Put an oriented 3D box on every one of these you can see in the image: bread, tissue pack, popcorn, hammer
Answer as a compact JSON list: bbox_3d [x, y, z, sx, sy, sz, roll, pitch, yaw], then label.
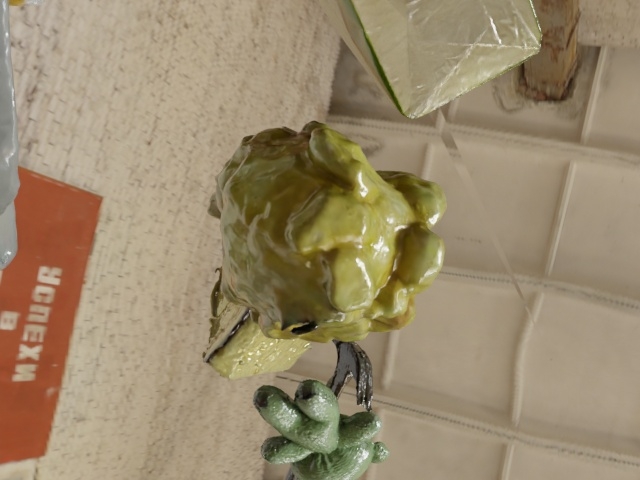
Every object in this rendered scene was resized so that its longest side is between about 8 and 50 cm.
[{"bbox_3d":[-0.077,0.052,1.340,0.198,0.236,0.263,41,-75,14],"label":"bread"},{"bbox_3d":[0.076,-0.282,0.920,0.167,0.200,0.274,-28,-147,2],"label":"tissue pack"},{"bbox_3d":[0.000,0.000,0.921,0.252,0.286,0.215,29,-102,-2],"label":"popcorn"},{"bbox_3d":[-0.012,0.257,1.165,0.297,0.027,0.125,-65,-146,21],"label":"hammer"}]

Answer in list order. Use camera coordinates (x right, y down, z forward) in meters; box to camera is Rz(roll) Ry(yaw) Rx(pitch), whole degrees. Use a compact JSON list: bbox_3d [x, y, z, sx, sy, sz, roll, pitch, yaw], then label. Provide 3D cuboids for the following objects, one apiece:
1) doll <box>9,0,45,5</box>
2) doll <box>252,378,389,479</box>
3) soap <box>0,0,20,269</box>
[{"bbox_3d":[-0.353,-0.409,1.084,0.162,0.269,0.167,30,-134,25],"label":"doll"},{"bbox_3d":[-0.001,0.166,0.820,0.115,0.150,0.077,-18,-134,9],"label":"doll"},{"bbox_3d":[-0.340,-0.190,0.625,0.350,0.213,0.435,48,-39,49],"label":"soap"}]
